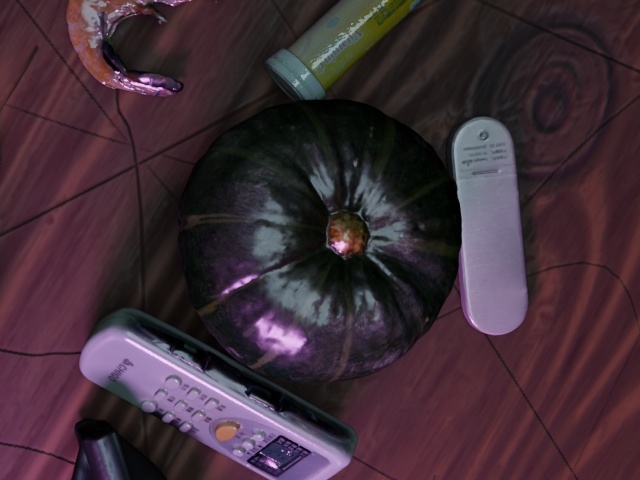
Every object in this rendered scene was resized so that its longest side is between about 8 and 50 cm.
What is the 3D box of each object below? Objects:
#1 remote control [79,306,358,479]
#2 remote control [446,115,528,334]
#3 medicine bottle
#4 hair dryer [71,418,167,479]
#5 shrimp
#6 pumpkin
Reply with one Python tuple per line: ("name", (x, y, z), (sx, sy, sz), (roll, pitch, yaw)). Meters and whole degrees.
("remote control", (-0.110, 0.168, 1.576), (0.296, 0.140, 0.056), (30, 54, -12))
("remote control", (0.187, -0.016, 1.673), (0.077, 0.022, 0.245), (-7, 95, -12))
("medicine bottle", (0.042, -0.235, 1.607), (0.218, 0.074, 0.074), (-43, 100, -7))
("hair dryer", (-0.293, 0.336, 1.579), (0.302, 0.116, 0.244), (-18, 95, -1))
("shrimp", (-0.154, -0.232, 1.582), (0.219, 0.046, 0.152), (-15, 96, -5))
("pumpkin", (0.000, 0.000, 1.552), (0.300, 0.207, 0.300), (2, 81, -15))
